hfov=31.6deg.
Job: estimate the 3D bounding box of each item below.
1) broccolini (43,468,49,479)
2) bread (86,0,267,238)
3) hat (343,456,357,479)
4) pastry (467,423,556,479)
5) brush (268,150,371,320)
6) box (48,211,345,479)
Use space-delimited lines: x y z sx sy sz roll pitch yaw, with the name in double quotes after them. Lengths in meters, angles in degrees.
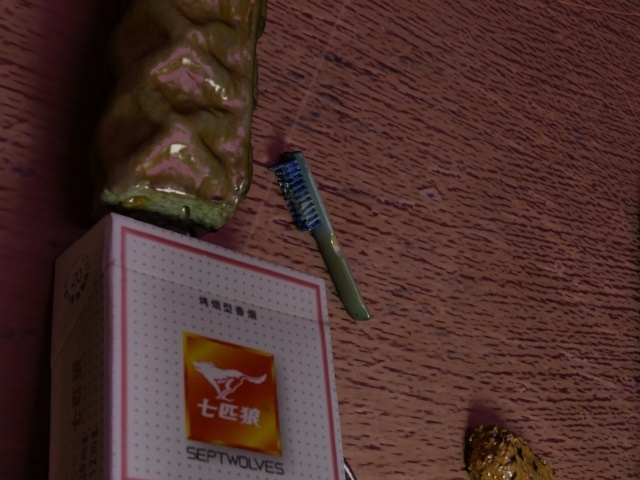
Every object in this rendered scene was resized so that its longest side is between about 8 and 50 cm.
-0.121 0.273 0.860 0.123 0.062 0.271 -37 103 -28 "broccolini"
-0.111 -0.136 0.915 0.152 0.129 0.268 75 18 -71 "bread"
-0.017 0.261 0.951 0.205 0.089 0.206 12 74 -44 "hat"
0.212 0.257 1.213 0.140 0.056 0.080 36 45 -32 "pastry"
0.000 0.000 1.070 0.030 0.033 0.179 -31 103 -39 "brush"
-0.085 0.162 0.826 0.210 0.095 0.330 18 53 -36 "box"
